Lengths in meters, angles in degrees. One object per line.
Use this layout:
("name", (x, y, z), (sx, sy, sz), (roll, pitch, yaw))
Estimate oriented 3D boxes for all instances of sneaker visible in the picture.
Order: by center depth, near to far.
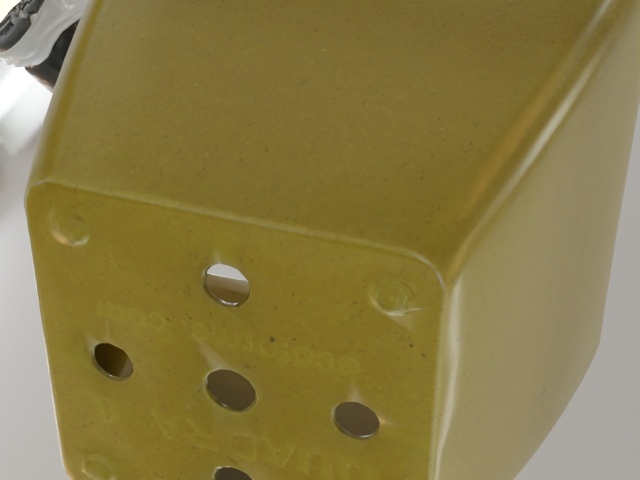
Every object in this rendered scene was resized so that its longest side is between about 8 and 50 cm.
("sneaker", (-0.168, -0.187, 1.058), (0.100, 0.271, 0.108), (-33, -68, 31))

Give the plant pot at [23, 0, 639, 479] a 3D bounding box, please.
("plant pot", (0.000, 0.000, 0.515), (0.212, 0.187, 0.212), (12, -54, 15))
